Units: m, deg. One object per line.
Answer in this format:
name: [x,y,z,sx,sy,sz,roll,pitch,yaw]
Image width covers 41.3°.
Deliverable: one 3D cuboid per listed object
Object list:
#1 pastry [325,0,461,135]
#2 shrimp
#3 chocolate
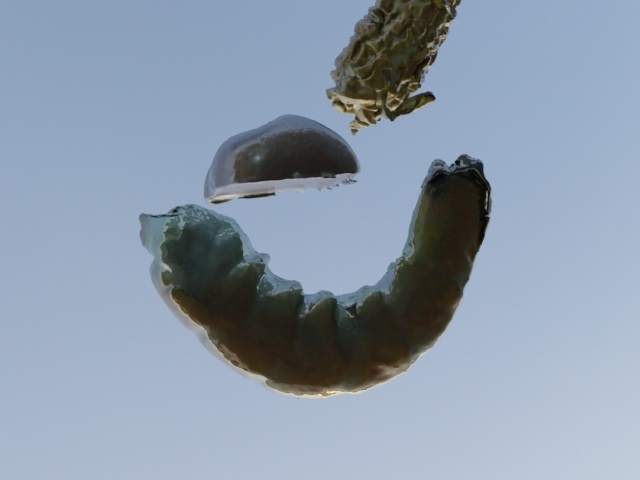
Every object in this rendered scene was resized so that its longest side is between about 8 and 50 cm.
pastry: [0.109,-0.269,1.234,0.154,0.102,0.250,24,-95,0]
shrimp: [0.000,0.000,0.433,0.161,0.049,0.166,40,-77,-3]
chocolate: [-0.053,-0.094,0.968,0.161,0.261,0.083,-6,-90,-14]
